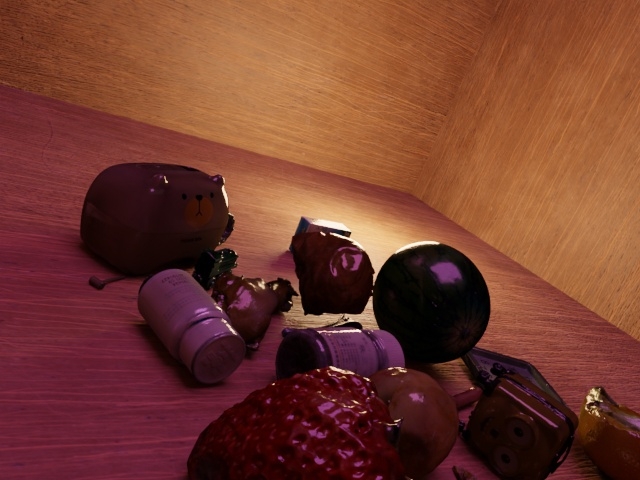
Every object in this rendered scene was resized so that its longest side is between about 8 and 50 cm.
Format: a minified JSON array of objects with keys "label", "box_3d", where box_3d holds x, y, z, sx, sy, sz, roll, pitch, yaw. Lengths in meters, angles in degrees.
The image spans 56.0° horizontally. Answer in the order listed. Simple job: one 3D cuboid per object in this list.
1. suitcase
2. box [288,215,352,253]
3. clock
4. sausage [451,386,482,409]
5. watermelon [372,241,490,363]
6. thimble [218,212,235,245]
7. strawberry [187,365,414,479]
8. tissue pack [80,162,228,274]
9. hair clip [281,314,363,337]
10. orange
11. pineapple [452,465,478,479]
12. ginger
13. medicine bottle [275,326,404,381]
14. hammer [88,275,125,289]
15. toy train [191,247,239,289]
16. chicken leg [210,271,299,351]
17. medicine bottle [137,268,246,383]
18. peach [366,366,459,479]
[{"label":"suitcase","box_3d":[0.437,0.422,1.356,0.143,0.193,0.235,-8,34,-46]},{"label":"box","box_3d":[0.000,0.000,2.199,0.194,0.139,0.073,10,21,-35]},{"label":"clock","box_3d":[0.562,0.418,1.776,0.279,0.049,0.273,18,18,-14]},{"label":"sausage","box_3d":[0.367,0.411,1.556,0.043,0.043,0.186,35,20,36]},{"label":"watermelon","box_3d":[0.313,0.174,1.717,0.363,0.363,0.363,21,17,-6]},{"label":"thimble","box_3d":[-0.349,-0.049,1.943,0.090,0.118,0.135,24,32,21]},{"label":"strawberry","box_3d":[-0.021,0.324,0.927,0.310,0.291,0.291,27,16,-8]},{"label":"tissue pack","box_3d":[-0.440,-0.080,1.652,0.267,0.276,0.387,27,16,25]},{"label":"hair clip","box_3d":[0.006,0.239,1.627,0.083,0.048,0.275,39,23,33]},{"label":"orange","box_3d":[0.783,0.509,1.529,0.262,0.196,0.334,39,23,6]},{"label":"pineapple","box_3d":[0.306,0.498,1.245,0.045,0.019,0.083,16,14,-10]},{"label":"ginger","box_3d":[0.035,0.079,1.681,0.223,0.200,0.269,-9,47,0]},{"label":"medicine bottle","box_3d":[0.048,0.277,1.350,0.273,0.165,0.165,6,23,-42]},{"label":"hammer","box_3d":[-0.510,0.095,1.458,0.035,0.019,0.110,27,15,16]},{"label":"toy train","box_3d":[-0.287,0.070,1.662,0.071,0.111,0.170,32,18,14]},{"label":"chicken leg","box_3d":[-0.160,0.161,1.529,0.201,0.152,0.429,39,12,11]},{"label":"medicine bottle","box_3d":[-0.276,0.178,1.279,0.143,0.143,0.258,6,23,-43]},{"label":"peach","box_3d":[0.176,0.371,1.198,0.235,0.214,0.214,33,9,-30]}]
